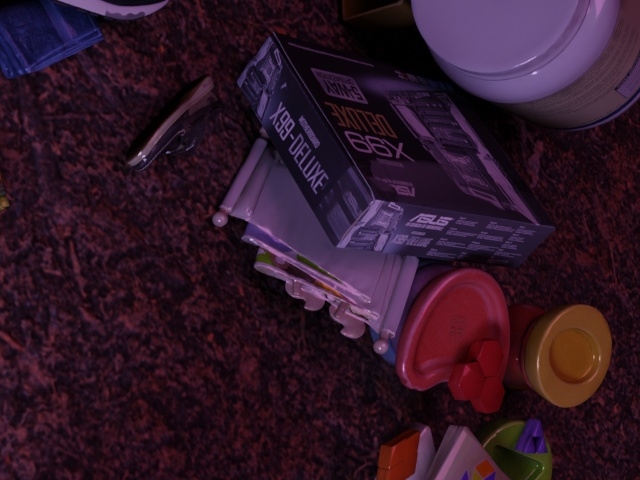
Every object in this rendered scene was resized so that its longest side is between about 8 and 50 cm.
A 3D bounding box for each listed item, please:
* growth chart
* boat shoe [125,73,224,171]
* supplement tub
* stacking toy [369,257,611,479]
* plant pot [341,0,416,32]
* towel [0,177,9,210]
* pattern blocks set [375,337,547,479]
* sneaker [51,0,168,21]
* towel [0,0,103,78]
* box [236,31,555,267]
[{"bbox_3d":[0.000,0.000,1.512,0.237,0.021,0.172,37,50,-6],"label":"growth chart"},{"bbox_3d":[-0.137,-0.110,1.434,0.049,0.056,0.152,50,45,-14],"label":"boat shoe"},{"bbox_3d":[0.260,-0.265,1.730,0.325,0.235,0.235,11,66,-63],"label":"supplement tub"},{"bbox_3d":[0.158,0.167,1.646,0.309,0.130,0.279,23,86,-37],"label":"stacking toy"},{"bbox_3d":[0.080,-0.289,1.723,0.083,0.081,0.081,28,55,-54],"label":"plant pot"},{"bbox_3d":[-0.334,-0.138,1.260,0.102,0.021,0.237,-3,77,-48],"label":"towel"},{"bbox_3d":[0.141,0.295,1.531,0.325,0.026,0.285,-49,124,-32],"label":"pattern blocks set"},{"bbox_3d":[-0.224,-0.287,1.331,0.283,0.124,0.107,3,43,-47],"label":"sneaker"},{"bbox_3d":[-0.257,-0.198,1.358,0.119,0.029,0.067,-37,102,-47],"label":"towel"},{"bbox_3d":[0.084,-0.092,1.577,0.307,0.076,0.242,8,43,-45],"label":"box"}]
